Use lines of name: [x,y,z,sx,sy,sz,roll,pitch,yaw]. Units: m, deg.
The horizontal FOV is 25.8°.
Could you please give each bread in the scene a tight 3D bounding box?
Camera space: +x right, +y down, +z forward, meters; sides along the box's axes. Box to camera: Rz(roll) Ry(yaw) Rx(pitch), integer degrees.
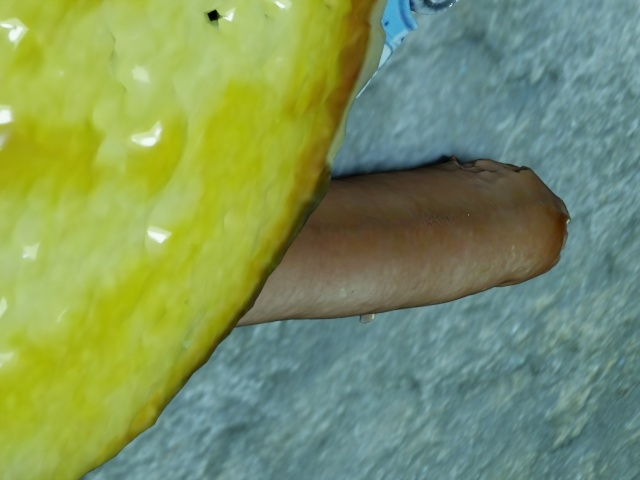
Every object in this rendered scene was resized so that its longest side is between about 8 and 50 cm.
bread: [-0.139,-0.089,0.433,0.398,0.215,0.398,-38,142,-37]

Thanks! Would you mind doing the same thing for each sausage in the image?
sausage: [0.000,0.000,0.803,0.419,0.094,0.094,-6,141,-45]

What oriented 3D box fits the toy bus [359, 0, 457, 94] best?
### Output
toy bus: [0.056,-0.221,0.645,0.297,0.106,0.131,-52,143,1]
